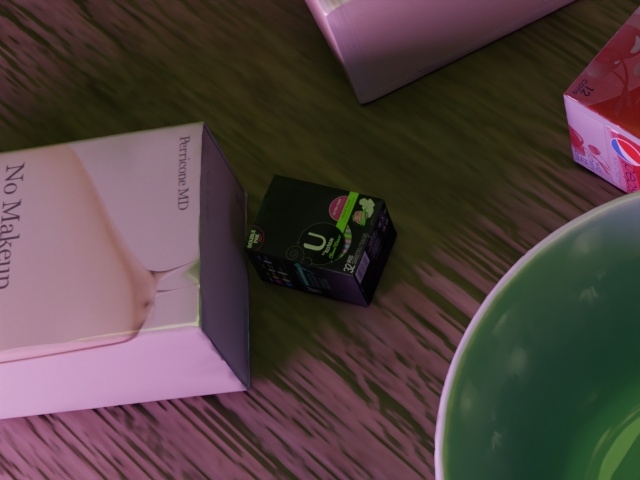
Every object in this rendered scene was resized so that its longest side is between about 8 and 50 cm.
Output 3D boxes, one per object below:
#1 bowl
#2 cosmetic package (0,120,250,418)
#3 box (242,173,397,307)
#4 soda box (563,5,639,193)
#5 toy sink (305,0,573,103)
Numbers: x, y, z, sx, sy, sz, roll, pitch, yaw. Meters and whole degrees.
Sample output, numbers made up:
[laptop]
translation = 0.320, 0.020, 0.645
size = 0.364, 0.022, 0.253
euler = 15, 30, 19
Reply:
[bowl]
translation = 0.227, 0.136, 0.760
size = 0.311, 0.163, 0.311
euler = -6, 63, 12
[cosmetic package]
translation = -0.210, 0.031, 0.961
size = 0.309, 0.113, 0.160
euler = -9, 61, 11
[box]
translation = 0.000, 0.000, 0.954
size = 0.083, 0.052, 0.062
euler = 14, 67, 22
[soda box]
translation = 0.276, -0.147, 0.932
size = 0.083, 0.092, 0.263
euler = 36, 78, 29
[toy sink]
translation = 0.090, -0.234, 1.004
size = 0.234, 0.131, 0.153
euler = -25, 60, 1
